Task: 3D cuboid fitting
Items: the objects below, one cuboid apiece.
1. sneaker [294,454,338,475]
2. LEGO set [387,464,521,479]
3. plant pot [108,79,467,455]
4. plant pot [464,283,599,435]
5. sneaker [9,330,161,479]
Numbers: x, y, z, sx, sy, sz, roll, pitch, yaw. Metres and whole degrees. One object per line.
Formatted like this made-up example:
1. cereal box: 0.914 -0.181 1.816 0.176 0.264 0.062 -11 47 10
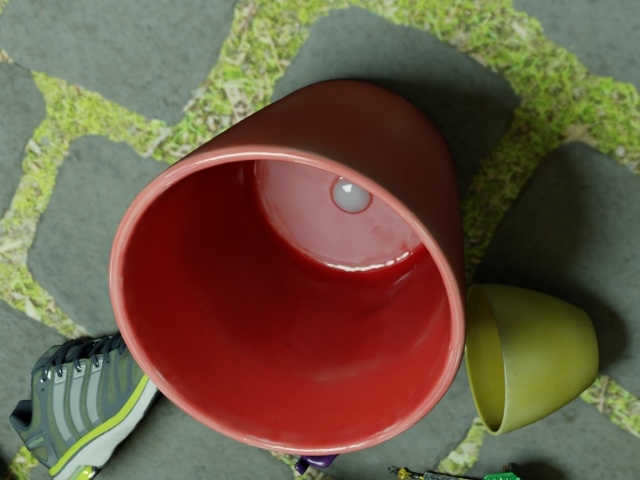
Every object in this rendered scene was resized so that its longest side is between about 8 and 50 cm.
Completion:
1. sneaker: 0.053 0.135 1.156 0.083 0.098 0.223 34 122 -3
2. LEGO set: 0.081 0.353 1.229 0.331 0.192 0.255 -15 74 3
3. plant pot: 0.000 0.000 1.015 0.275 0.243 0.275 7 118 13
4. plant pot: 0.189 0.099 1.092 0.095 0.134 0.134 -7 118 -7
5. sneaker: -0.221 0.139 1.237 0.121 0.111 0.300 39 119 -2
